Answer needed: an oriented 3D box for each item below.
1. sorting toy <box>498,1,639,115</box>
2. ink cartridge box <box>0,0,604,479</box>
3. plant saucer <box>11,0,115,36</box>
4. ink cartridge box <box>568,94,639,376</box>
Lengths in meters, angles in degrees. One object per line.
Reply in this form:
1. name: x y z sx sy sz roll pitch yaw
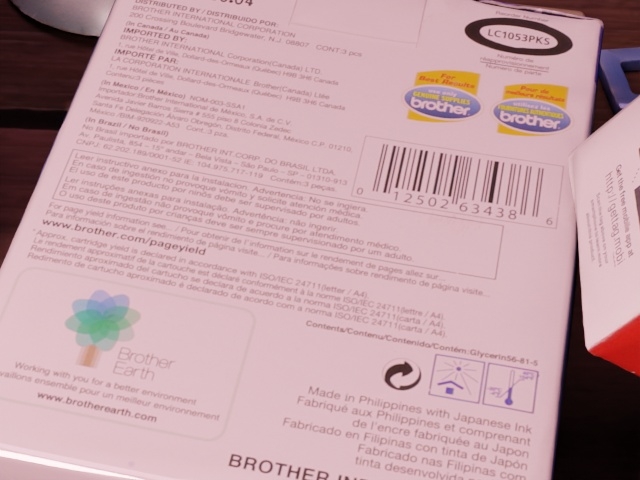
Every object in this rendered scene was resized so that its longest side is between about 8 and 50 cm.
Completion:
1. sorting toy: 0.086 -0.112 0.933 0.347 0.047 0.196 7 48 3
2. ink cartridge box: 0.000 0.000 0.740 0.270 0.151 0.395 10 54 5
3. plant saucer: -0.139 -0.220 1.019 0.195 0.037 0.195 0 46 0
4. ink cartridge box: 0.316 -0.005 0.615 0.309 0.272 0.130 26 43 -22
